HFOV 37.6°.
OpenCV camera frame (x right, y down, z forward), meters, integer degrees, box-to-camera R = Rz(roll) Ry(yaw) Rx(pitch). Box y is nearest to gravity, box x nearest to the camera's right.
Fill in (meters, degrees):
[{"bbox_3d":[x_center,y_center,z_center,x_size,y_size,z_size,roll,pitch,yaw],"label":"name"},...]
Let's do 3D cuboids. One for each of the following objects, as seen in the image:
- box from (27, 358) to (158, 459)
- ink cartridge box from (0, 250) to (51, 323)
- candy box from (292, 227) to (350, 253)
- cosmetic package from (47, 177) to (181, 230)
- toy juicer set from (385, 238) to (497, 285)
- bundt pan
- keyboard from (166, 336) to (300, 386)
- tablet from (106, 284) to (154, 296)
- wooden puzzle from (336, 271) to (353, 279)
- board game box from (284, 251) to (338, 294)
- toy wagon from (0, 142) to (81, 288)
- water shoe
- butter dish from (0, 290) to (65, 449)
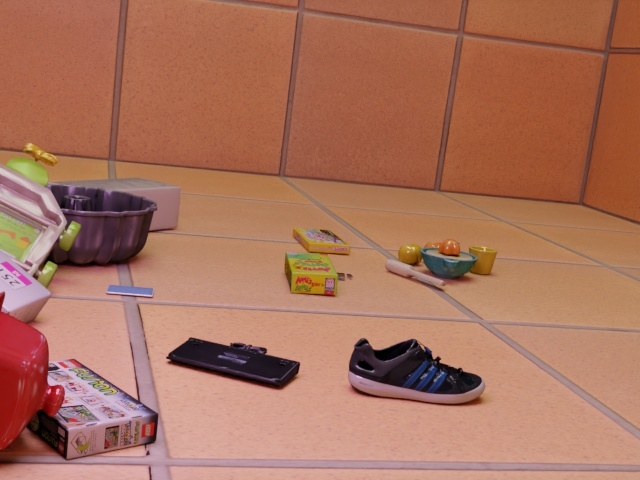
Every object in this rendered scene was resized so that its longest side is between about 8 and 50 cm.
[{"bbox_3d":[-0.294,0.192,1.105,0.114,0.036,0.207,-2,14,-41],"label":"box"},{"bbox_3d":[-0.563,0.037,1.365,0.275,0.060,0.239,39,13,4],"label":"ink cartridge box"},{"bbox_3d":[0.000,0.000,2.389,0.105,0.027,0.206,1,11,-14],"label":"candy box"},{"bbox_3d":[-0.499,-0.084,2.267,0.160,0.113,0.309,13,11,32],"label":"cosmetic package"},{"bbox_3d":[0.267,0.033,2.215,0.209,0.089,0.329,13,12,30],"label":"toy juicer set"},{"bbox_3d":[-0.506,-0.031,1.940,0.331,0.124,0.331,6,10,-1],"label":"bundt pan"},{"bbox_3d":[-0.122,0.175,1.365,0.180,0.023,0.108,11,17,17],"label":"keyboard"},{"bbox_3d":[-0.345,0.092,1.705,0.083,0.006,0.054,5,11,-8],"label":"tablet"},{"bbox_3d":[0.029,0.076,2.045,0.083,0.006,0.049,7,10,0],"label":"wooden puzzle"},{"bbox_3d":[-0.022,0.066,1.942,0.092,0.043,0.181,3,12,-7],"label":"board game box"},{"bbox_3d":[-0.567,-0.049,1.677,0.267,0.068,0.344,29,37,-11],"label":"toy wagon"},{"bbox_3d":[0.142,0.182,1.335,0.203,0.080,0.073,5,11,-12],"label":"water shoe"},{"bbox_3d":[-0.331,0.155,0.997,0.118,0.160,0.160,19,9,-9],"label":"butter dish"}]
